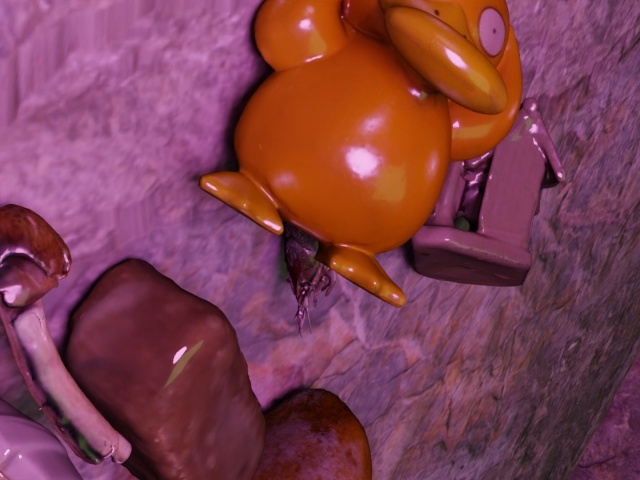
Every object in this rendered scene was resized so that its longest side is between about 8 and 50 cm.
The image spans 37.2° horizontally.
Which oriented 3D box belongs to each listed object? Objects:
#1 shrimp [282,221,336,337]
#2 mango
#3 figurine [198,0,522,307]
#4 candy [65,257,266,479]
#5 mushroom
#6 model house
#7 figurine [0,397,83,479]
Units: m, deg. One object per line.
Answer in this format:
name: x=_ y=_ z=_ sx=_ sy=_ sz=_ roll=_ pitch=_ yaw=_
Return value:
shrimp: x=0.000 y=0.000 z=0.789 sx=0.065 sy=0.056 sz=0.165 roll=-1 pitch=108 yaw=-40
mango: x=-0.051 y=0.249 z=0.855 sx=0.316 sy=0.193 sz=0.146 roll=-49 pitch=125 yaw=-48
figurine: x=0.036 y=-0.094 z=0.660 sx=0.228 sy=0.215 sz=0.215 roll=-50 pitch=155 yaw=21
candy: x=-0.110 y=0.117 z=0.703 sx=0.102 sy=0.104 sz=0.234 roll=-48 pitch=152 yaw=-24
mushroom: x=-0.162 y=0.064 z=0.568 sx=0.060 sy=0.061 sz=0.187 roll=-32 pitch=124 yaw=-29
model house: x=0.177 y=-0.043 z=0.973 sx=0.229 sy=0.122 sz=0.188 roll=48 pitch=64 yaw=-75
figurine: x=-0.240 y=0.162 z=0.522 sx=0.236 sy=0.133 sz=0.176 roll=-2 pitch=123 yaw=-53
